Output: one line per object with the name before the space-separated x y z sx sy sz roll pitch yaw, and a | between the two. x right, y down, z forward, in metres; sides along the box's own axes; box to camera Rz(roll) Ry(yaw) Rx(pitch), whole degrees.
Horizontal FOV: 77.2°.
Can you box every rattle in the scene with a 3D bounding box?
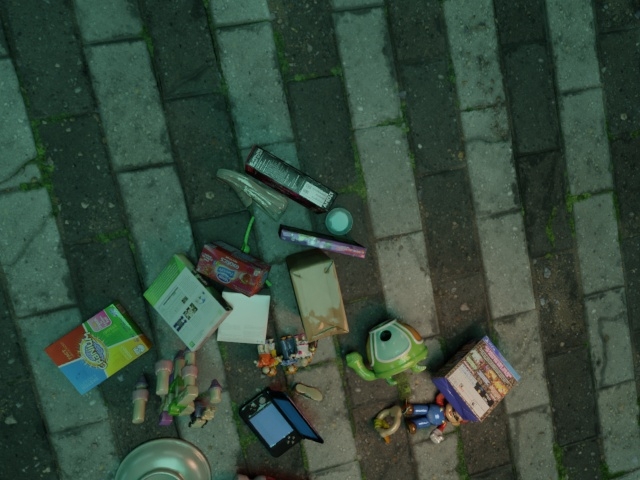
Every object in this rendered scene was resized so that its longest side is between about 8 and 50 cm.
rattle | 0.354 0.831 1.832 0.200 0.130 0.142 -39 96 -9

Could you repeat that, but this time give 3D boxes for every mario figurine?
mario figurine | 0.553 0.788 1.829 0.321 0.170 0.197 -8 112 -4

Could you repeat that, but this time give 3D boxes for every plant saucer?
plant saucer | 0.080 -0.084 1.763 0.120 0.021 0.119 -1 95 -8
plant saucer | -0.672 1.049 1.695 0.401 0.100 0.399 -1 95 -9

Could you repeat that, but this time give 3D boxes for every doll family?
doll family | -0.164 0.501 1.736 0.263 0.118 0.163 -6 82 -18

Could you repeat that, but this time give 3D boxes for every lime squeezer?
lime squeezer | -0.295 0.059 1.698 0.110 0.059 0.309 -14 96 -7

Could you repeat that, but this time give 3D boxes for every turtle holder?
turtle holder | 0.297 0.482 1.759 0.320 0.243 0.227 -32 82 34

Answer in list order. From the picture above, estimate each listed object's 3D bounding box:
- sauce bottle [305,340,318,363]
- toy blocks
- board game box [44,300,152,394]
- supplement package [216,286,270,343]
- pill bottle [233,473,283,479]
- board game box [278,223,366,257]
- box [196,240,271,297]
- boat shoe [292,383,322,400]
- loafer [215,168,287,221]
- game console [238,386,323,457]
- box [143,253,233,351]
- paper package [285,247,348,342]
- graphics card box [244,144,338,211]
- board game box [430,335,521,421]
sauce bottle | -0.038 0.480 1.778 0.042 0.042 0.128 23 93 -10
toy blocks | -0.567 0.572 1.636 0.309 0.260 0.288 23 121 -33
board game box | -0.895 0.433 1.628 0.317 0.064 0.242 -35 99 -5
supplement package | -0.316 0.305 1.666 0.195 0.149 0.202 7 93 -9
pill bottle | -0.209 1.140 1.719 0.363 0.210 0.210 21 91 -10
board game box | 0.000 0.000 1.663 0.347 0.208 0.056 13 92 -9
box | -0.346 0.110 1.610 0.257 0.128 0.122 25 103 10
boat shoe | -0.058 0.683 1.792 0.137 0.049 0.043 26 132 -12
loafer | -0.290 -0.189 1.651 0.320 0.112 0.111 28 81 -11
game console | -0.173 0.796 1.716 0.250 0.173 0.293 -36 98 -5
box | -0.529 0.244 1.593 0.322 0.058 0.232 44 102 12
paper package | -0.022 0.208 1.618 0.168 0.325 0.309 -15 98 -7
graphics card box | -0.126 -0.234 1.612 0.371 0.233 0.094 28 86 -11
board game box | 0.687 0.611 1.782 0.291 0.141 0.232 -33 80 -23
